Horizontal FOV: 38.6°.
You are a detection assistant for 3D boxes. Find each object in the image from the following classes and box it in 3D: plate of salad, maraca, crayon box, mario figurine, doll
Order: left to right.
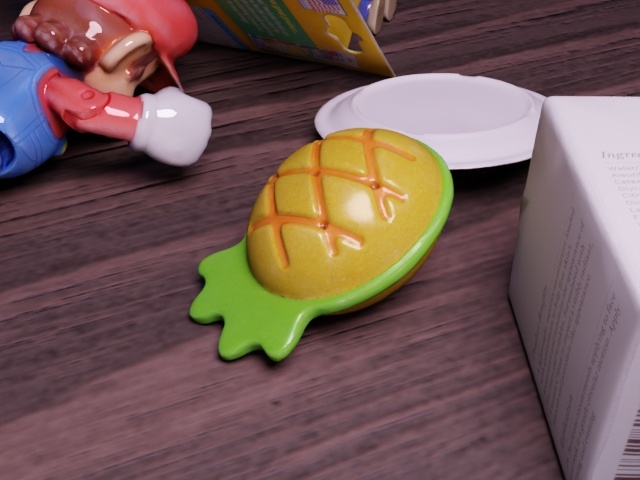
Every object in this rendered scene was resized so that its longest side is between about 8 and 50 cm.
[{"bbox_3d":[-0.211,-0.081,0.686,0.198,0.170,0.320,47,60,-1],"label":"mario figurine"},{"bbox_3d":[-0.096,-0.235,0.792,0.323,0.083,0.203,14,-4,16],"label":"crayon box"},{"bbox_3d":[-0.022,-0.254,0.937,0.189,0.046,0.129,15,39,18],"label":"doll"},{"bbox_3d":[0.000,0.000,0.573,0.186,0.099,0.127,-40,42,-7],"label":"maraca"},{"bbox_3d":[0.095,-0.088,0.723,0.200,0.048,0.200,-1,27,1],"label":"plate of salad"}]

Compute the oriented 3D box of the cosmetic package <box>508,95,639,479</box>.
[{"bbox_3d":[0.199,0.031,0.484,0.151,0.151,0.183,0,39,-2],"label":"cosmetic package"}]
